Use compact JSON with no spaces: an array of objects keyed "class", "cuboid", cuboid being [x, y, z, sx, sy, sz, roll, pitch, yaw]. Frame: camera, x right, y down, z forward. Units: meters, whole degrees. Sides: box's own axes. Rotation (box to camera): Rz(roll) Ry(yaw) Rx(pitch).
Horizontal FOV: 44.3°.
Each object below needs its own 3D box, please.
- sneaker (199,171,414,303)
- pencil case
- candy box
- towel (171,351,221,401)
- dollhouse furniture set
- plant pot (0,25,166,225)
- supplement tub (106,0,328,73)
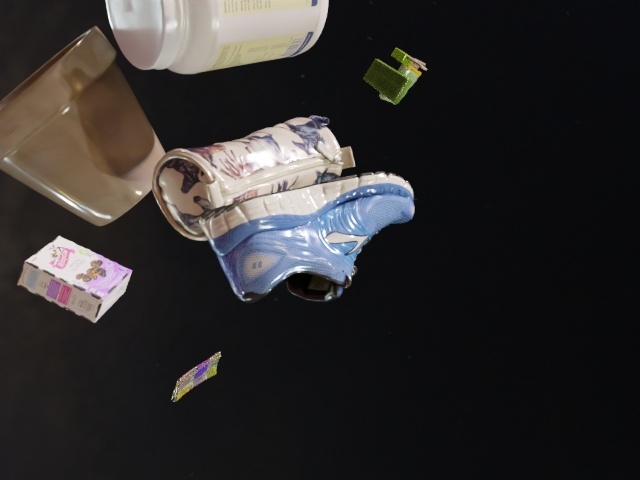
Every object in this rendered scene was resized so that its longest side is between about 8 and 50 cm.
[{"class":"sneaker","cuboid":[0.000,0.000,1.007,0.130,0.330,0.147,-9,-84,50]},{"class":"pencil case","cuboid":[-0.118,-0.123,1.442,0.184,0.410,0.159,-12,-81,37]},{"class":"candy box","cuboid":[-0.561,0.085,1.808,0.196,0.165,0.070,26,-66,0]},{"class":"towel","cuboid":[-0.177,0.196,1.123,0.009,0.083,0.060,43,-41,19]},{"class":"dollhouse furniture set","cuboid":[0.120,-0.223,1.124,0.058,0.152,0.076,39,-73,18]},{"class":"plant pot","cuboid":[-0.444,-0.188,1.466,0.323,0.323,0.280,-28,-64,27]},{"class":"supplement tub","cuboid":[-0.175,-0.415,1.348,0.235,0.325,0.235,26,-54,44]}]
